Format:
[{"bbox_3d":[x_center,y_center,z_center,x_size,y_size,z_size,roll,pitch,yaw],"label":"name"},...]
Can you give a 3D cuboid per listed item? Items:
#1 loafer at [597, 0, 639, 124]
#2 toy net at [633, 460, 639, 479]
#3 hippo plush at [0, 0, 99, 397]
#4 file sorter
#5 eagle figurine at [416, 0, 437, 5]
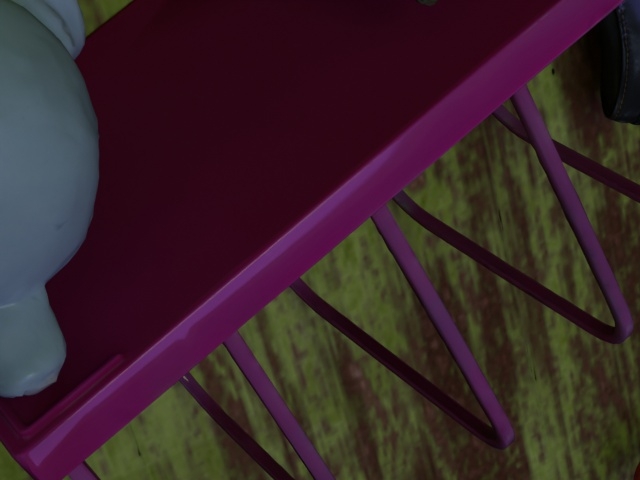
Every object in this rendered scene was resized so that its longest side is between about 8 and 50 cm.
[{"bbox_3d":[0.141,-0.137,0.770,0.061,0.062,0.170,-6,112,-6],"label":"loafer"},{"bbox_3d":[0.245,0.106,0.948,0.122,0.045,0.232,30,91,-36],"label":"toy net"},{"bbox_3d":[-0.183,-0.069,0.474,0.236,0.294,0.234,9,73,-44],"label":"hippo plush"},{"bbox_3d":[0.000,0.000,0.643,0.290,0.202,0.182,-40,128,-11],"label":"file sorter"},{"bbox_3d":[0.066,-0.266,0.568,0.298,0.226,0.225,-54,167,19],"label":"eagle figurine"}]
